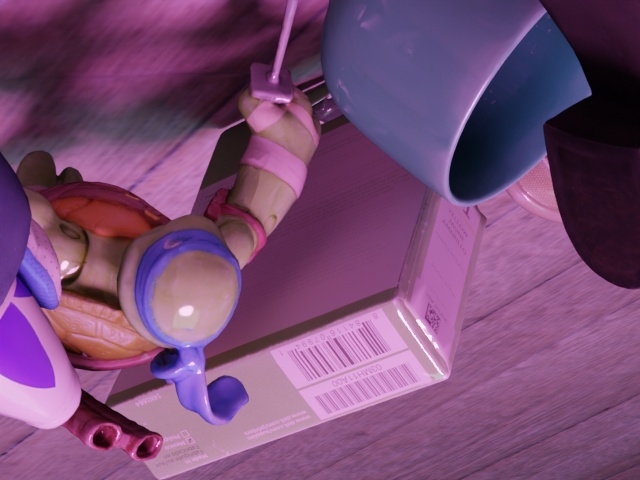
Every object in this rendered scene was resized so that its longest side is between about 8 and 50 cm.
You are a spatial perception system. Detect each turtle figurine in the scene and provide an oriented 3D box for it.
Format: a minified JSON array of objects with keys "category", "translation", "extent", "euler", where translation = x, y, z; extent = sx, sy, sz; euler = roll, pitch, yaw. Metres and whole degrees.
[{"category":"turtle figurine","translation":[-0.113,-0.053,0.905],"extent":[0.197,0.275,0.266],"euler":[-31,-165,-29]}]

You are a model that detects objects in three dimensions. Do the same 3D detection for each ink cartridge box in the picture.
[{"category":"ink cartridge box","translation":[0.000,0.000,0.989],"extent":[0.171,0.056,0.235],"euler":[-23,-153,29]}]

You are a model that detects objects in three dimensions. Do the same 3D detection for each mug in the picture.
[{"category":"mug","translation":[0.071,-0.104,0.872],"extent":[0.158,0.097,0.129],"euler":[-48,158,-7]}]

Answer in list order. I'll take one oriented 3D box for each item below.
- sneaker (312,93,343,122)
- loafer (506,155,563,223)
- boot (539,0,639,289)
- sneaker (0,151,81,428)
[{"category":"sneaker","translation":[0.030,-0.066,1.102],"extent":[0.083,0.035,0.031],"euler":[1,158,-44]},{"category":"loafer","translation":[0.216,-0.084,1.103],"extent":[0.268,0.102,0.092],"euler":[-18,166,-24]},{"category":"boot","translation":[0.210,-0.143,0.806],"extent":[0.280,0.264,0.096],"euler":[-28,-154,-27]},{"category":"sneaker","translation":[-0.147,-0.025,0.658],"extent":[0.236,0.130,0.323],"euler":[40,157,-21]}]
